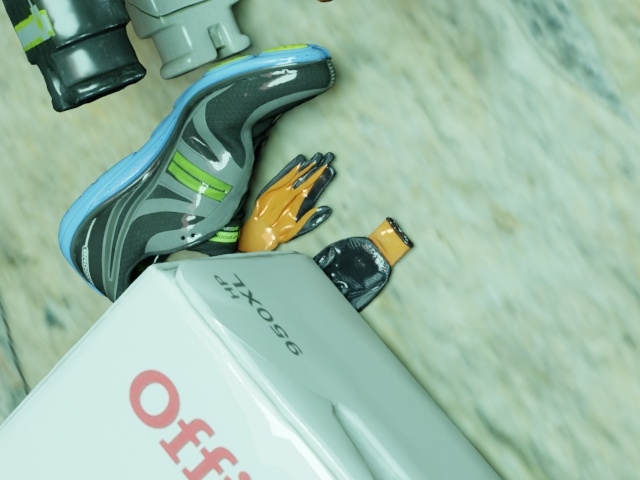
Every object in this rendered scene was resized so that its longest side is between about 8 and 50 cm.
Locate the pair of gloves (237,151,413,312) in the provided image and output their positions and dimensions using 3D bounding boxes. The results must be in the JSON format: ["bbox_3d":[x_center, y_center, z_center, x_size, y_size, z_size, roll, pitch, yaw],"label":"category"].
[{"bbox_3d":[0.000,0.000,0.851,0.083,0.010,0.074,47,109,13],"label":"pair of gloves"}]

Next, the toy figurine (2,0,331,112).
[{"bbox_3d":[-0.046,-0.166,0.758,0.213,0.209,0.148,-20,95,21],"label":"toy figurine"}]

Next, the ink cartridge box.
[{"bbox_3d":[-0.077,0.237,0.801,0.395,0.166,0.285,-46,76,18],"label":"ink cartridge box"}]

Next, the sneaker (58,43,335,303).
[{"bbox_3d":[-0.055,-0.032,0.846,0.188,0.067,0.078,-43,78,24],"label":"sneaker"}]
